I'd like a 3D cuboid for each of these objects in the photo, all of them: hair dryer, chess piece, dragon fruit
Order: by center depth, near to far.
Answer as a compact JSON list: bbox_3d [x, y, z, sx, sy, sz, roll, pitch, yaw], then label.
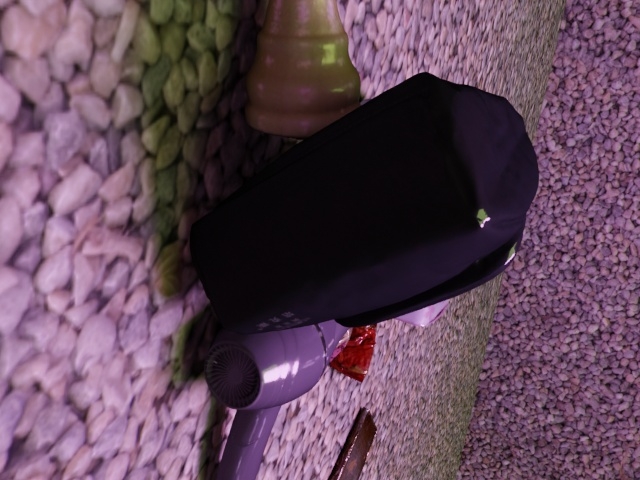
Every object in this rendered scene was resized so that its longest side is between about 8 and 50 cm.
[{"bbox_3d":[-0.014,-0.294,0.535,0.117,0.117,0.397,-41,139,-52],"label":"chess piece"},{"bbox_3d":[-0.068,0.224,0.783,0.301,0.121,0.361,-18,130,-65],"label":"hair dryer"},{"bbox_3d":[0.059,0.177,1.089,0.131,0.063,0.097,-67,-172,-17],"label":"dragon fruit"}]

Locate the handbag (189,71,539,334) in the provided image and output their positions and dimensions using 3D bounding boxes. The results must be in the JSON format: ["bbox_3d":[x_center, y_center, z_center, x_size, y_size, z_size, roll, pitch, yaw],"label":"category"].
[{"bbox_3d":[0.066,-0.014,0.616,0.275,0.301,0.178,-6,72,-56],"label":"handbag"}]

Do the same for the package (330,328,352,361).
[{"bbox_3d":[0.031,0.161,1.024,0.083,0.029,0.059,-52,157,-22],"label":"package"}]

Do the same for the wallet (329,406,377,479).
[{"bbox_3d":[0.058,0.467,1.273,0.232,0.031,0.122,-62,150,-31],"label":"wallet"}]

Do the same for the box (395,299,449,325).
[{"bbox_3d":[0.224,-0.033,1.231,0.190,0.112,0.370,-29,130,-60],"label":"box"}]

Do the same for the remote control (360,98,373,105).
[{"bbox_3d":[0.070,-0.093,0.929,0.087,0.047,0.244,-51,147,-49],"label":"remote control"}]
